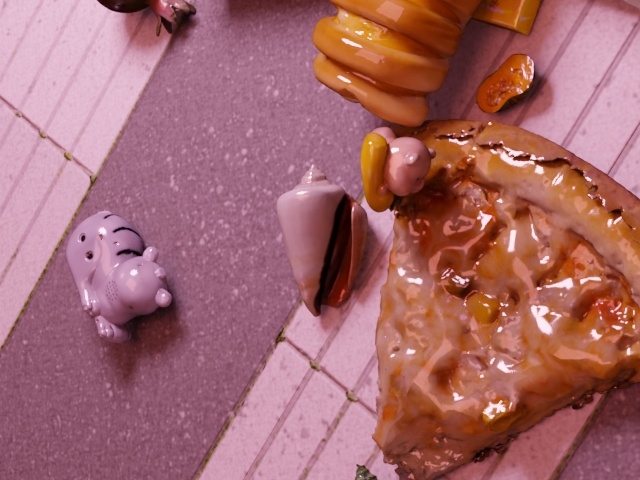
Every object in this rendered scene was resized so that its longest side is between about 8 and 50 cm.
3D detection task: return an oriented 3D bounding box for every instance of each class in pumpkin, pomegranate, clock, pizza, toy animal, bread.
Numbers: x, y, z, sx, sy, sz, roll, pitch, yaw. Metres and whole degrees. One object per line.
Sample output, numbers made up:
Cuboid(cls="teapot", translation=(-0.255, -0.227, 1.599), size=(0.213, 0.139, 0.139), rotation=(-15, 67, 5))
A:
Cuboid(cls="pumpkin", translation=(0.213, -0.174, 1.671), size=(0.083, 0.028, 0.050), rotation=(-33, 59, 27))
Cuboid(cls="pomegranate", translation=(-0.244, -0.352, 1.991), size=(0.129, 0.159, 0.129), rotation=(-32, 25, 17))
Cuboid(cls="clock", translation=(-0.258, 0.032, 1.931), size=(0.117, 0.080, 0.176), rotation=(-36, 63, 25))
Cuboid(cls="pizza", translation=(0.189, 0.020, 1.619), size=(0.435, 0.080, 0.392), rotation=(-30, 65, 25))
Cuboid(cls="toy animal", translation=(0.087, -0.078, 1.630), size=(0.082, 0.114, 0.091), rotation=(-3, 101, 5))
Cuboid(cls="bread", translation=(0.099, -0.296, 1.668), size=(0.173, 0.121, 0.311), rotation=(29, 98, 34))

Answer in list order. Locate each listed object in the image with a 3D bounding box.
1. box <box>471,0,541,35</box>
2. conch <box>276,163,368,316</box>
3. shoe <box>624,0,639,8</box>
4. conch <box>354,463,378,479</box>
Cuboid(cls="box", translation=(0.153, -0.346, 1.738), size=(0.269, 0.043, 0.152), rotation=(25, 95, 36))
Cuboid(cls="conch", translation=(0.002, -0.001, 1.749), size=(0.104, 0.094, 0.176), rotation=(-1, 82, -7))
Cuboid(cls="shoe", translation=(0.381, -0.322, 1.534), size=(0.363, 0.132, 0.160), rotation=(26, 79, 31))
Cuboid(cls="conch", translation=(0.081, 0.339, 1.633), size=(0.095, 0.079, 0.201), rotation=(-37, 78, 9))
